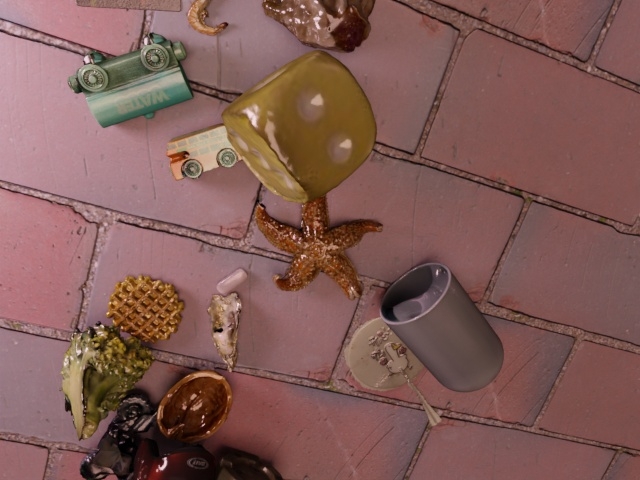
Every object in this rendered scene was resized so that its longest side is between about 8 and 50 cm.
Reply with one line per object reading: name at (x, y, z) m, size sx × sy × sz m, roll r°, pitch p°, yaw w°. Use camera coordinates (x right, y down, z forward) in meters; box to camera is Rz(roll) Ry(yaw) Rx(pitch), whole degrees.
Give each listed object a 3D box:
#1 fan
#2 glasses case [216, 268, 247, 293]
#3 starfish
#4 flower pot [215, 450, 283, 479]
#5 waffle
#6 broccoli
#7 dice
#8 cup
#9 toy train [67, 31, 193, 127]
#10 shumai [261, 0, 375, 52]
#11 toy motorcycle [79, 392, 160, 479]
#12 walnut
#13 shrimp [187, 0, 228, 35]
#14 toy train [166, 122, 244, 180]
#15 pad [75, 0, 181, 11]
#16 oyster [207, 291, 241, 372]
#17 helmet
fan at (0.235, 0.378, 1.437) m, size 0.233 × 0.012 × 0.414 m, roll -36°, pitch 109°, yaw 5°
glasses case at (-0.220, 0.101, 1.275) m, size 0.083 × 0.021 × 0.032 m, roll -35°, pitch 112°, yaw 4°
starfish at (0.002, -0.001, 1.232) m, size 0.312 × 0.113 × 0.303 m, roll -4°, pitch 109°, yaw -4°
flower pot at (-0.234, 0.726, 1.372) m, size 0.290 × 0.290 × 0.259 m, roll 25°, pitch 90°, yaw -15°
waffle at (-0.427, 0.169, 1.258) m, size 0.191 × 0.038 × 0.191 m, roll -2°, pitch 107°, yaw -7°
broccoli at (-0.490, 0.330, 1.206) m, size 0.180 × 0.273 × 0.242 m, roll 10°, pitch 121°, yaw -41°
dice at (-0.043, -0.229, 1.052) m, size 0.227 × 0.238 × 0.233 m, roll -42°, pitch 114°, yaw -16°
cup at (0.317, 0.232, 1.301) m, size 0.205 × 0.205 × 0.312 m, roll -38°, pitch 110°, yaw 5°
toy train at (-0.390, -0.330, 1.080) m, size 0.248 × 0.101 × 0.159 m, roll -18°, pitch 125°, yaw -2°
shumai at (0.008, -0.485, 1.031) m, size 0.218 × 0.185 × 0.184 m, roll 25°, pitch 102°, yaw -15°
toy motorcycle at (-0.499, 0.527, 1.330) m, size 0.159 × 0.106 × 0.270 m, roll 33°, pitch 96°, yaw -18°
walnut at (-0.319, 0.416, 1.329) m, size 0.167 × 0.087 × 0.211 m, roll 44°, pitch 89°, yaw -14°
shrimp at (-0.227, -0.489, 1.083) m, size 0.083 × 0.023 × 0.114 m, roll 29°, pitch 107°, yaw -19°
toy train at (-0.253, -0.200, 1.148) m, size 0.188 × 0.072 × 0.099 m, roll -19°, pitch 102°, yaw -2°
pad at (-0.397, -0.549, 1.047) m, size 0.211 × 0.003 × 0.143 m, roll -1°, pitch 108°, yaw -8°
oyster at (-0.243, 0.224, 1.306) m, size 0.106 × 0.061 × 0.200 m, roll 18°, pitch 102°, yaw 5°
helmet at (-0.361, 0.586, 1.271) m, size 0.189 × 0.193 × 0.216 m, roll 28°, pitch 124°, yaw -38°
